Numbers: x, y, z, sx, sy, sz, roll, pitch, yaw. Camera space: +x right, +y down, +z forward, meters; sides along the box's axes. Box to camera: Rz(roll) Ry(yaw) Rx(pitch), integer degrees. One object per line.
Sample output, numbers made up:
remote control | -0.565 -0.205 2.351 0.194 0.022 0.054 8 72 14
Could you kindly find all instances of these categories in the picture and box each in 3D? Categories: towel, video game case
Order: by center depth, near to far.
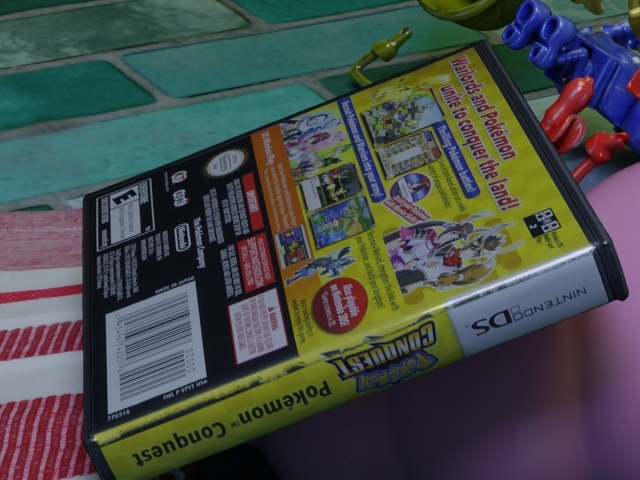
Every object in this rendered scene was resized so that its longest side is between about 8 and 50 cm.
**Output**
video game case | 0.000 0.000 0.916 0.248 0.035 0.275 -21 26 3
towel | -0.161 0.062 0.988 0.237 0.037 0.329 -9 27 12

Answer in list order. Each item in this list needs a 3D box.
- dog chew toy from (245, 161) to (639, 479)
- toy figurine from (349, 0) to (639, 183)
dog chew toy | 0.117 0.066 0.949 0.332 0.207 0.206 -7 27 10
toy figurine | 0.204 -0.093 1.366 0.217 0.191 0.362 27 10 -30
